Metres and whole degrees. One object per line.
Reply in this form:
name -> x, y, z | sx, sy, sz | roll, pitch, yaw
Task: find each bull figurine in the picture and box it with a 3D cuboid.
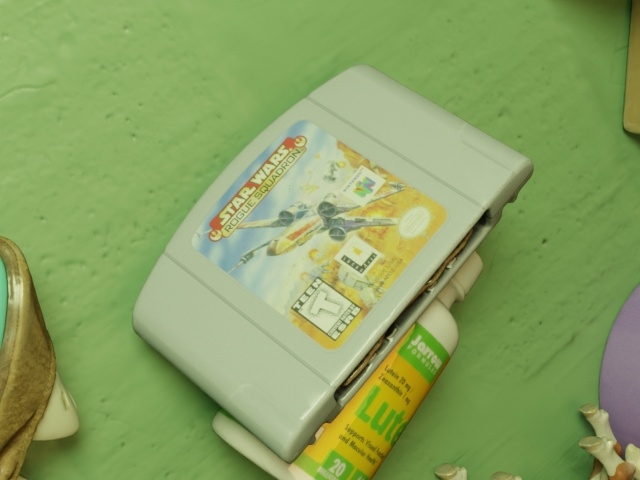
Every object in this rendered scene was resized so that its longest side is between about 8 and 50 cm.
bull figurine -> 0.214, 0.298, 0.963 | 0.310, 0.101, 0.189 | -19, 104, -25

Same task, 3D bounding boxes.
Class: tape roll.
tape roll -> 0.442, 0.154, 1.075 | 0.274, 0.090, 0.275 | -4, 98, -29

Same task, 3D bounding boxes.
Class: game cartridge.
game cartridge -> 0.000, 0.000, 0.758 | 0.297, 0.198, 0.062 | -49, 158, -13

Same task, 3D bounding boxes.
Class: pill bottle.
pill bottle -> 0.031, 0.095, 0.814 | 0.136, 0.136, 0.246 | 41, 77, -27

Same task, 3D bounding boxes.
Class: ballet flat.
ballet flat -> -0.246, 0.167, 0.700 | 0.124, 0.116, 0.343 | 16, 89, -49

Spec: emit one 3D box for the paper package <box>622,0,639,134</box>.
paper package -> 0.467, -0.236, 0.898 | 0.168, 0.325, 0.310 | -2, 98, -28
